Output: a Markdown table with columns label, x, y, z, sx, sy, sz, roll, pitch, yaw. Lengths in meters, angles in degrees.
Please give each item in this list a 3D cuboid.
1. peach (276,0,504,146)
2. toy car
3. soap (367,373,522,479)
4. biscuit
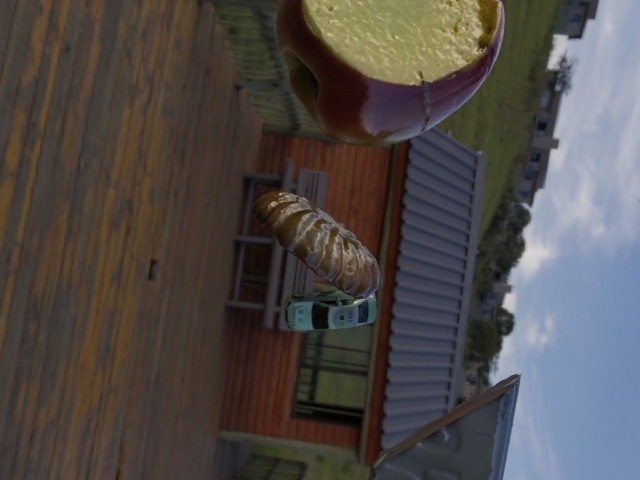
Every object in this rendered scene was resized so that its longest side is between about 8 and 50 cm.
| label | x | y | z | sx | sy | sz | roll | pitch | yaw |
| --- | --- | --- | --- | --- | --- | --- | --- | --- | --- |
| peach | 0.089 | -0.255 | 0.811 | 0.245 | 0.275 | 0.248 | -133 | -157 | -77 |
| toy car | 0.025 | 0.169 | 1.512 | 0.076 | 0.225 | 0.090 | -123 | -150 | -66 |
| soap | 0.228 | 0.370 | 1.219 | 0.159 | 0.258 | 0.301 | -8 | 108 | -65 |
| biscuit | 0.000 | 0.000 | 1.377 | 0.107 | 0.326 | 0.326 | -54 | 177 | 7 |
